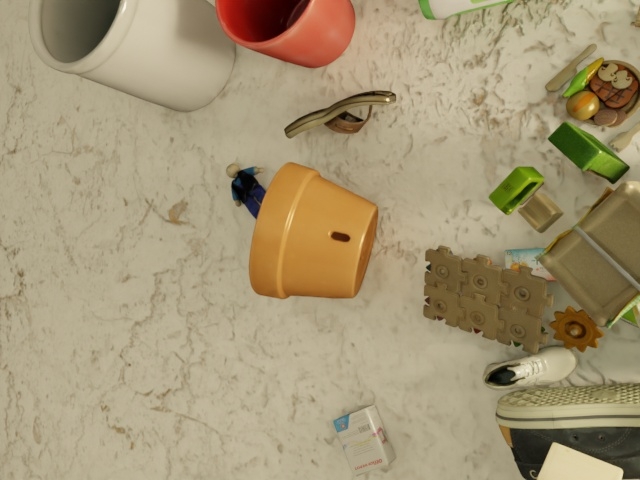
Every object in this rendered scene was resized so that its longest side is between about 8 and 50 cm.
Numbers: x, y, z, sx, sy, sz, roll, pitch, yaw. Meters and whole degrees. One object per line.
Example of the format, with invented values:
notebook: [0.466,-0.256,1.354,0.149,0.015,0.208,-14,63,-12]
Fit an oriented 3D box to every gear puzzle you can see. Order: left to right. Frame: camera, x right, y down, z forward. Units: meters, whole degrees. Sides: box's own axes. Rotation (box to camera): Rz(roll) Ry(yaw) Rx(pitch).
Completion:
gear puzzle: [0.350,0.113,1.015,0.338,0.044,0.176,16,120,37]

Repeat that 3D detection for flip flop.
flip flop: [0.046,-0.273,1.227,0.276,0.112,0.080,-17,104,24]

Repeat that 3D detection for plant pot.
plant pot: [-0.056,-0.522,1.214,0.274,0.243,0.275,-3,84,29]
plant pot: [0.000,0.000,1.141,0.203,0.291,0.291,15,93,11]

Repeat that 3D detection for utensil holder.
utensil holder: [-0.442,-0.516,1.342,0.327,0.385,0.328,-3,84,29]

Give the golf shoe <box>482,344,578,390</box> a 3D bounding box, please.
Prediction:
golf shoe: [0.385,0.244,1.003,0.176,0.086,0.069,-25,73,23]

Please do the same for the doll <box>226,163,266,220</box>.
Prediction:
doll: [-0.177,-0.129,1.358,0.189,0.046,0.129,49,117,29]

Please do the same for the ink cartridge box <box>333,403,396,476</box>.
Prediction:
ink cartridge box: [0.094,0.427,1.162,0.088,0.052,0.123,-29,72,24]

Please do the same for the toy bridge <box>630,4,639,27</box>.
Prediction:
toy bridge: [0.646,-0.374,0.947,0.188,0.026,0.063,15,94,29]

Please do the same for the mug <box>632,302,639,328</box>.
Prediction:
mug: [0.525,0.105,0.843,0.064,0.062,0.078,-18,84,20]

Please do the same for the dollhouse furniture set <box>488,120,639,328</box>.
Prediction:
dollhouse furniture set: [0.471,-0.027,0.926,0.198,0.151,0.302,-51,55,27]

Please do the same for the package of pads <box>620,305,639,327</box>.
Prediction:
package of pads: [0.636,0.038,0.877,0.229,0.101,0.297,31,101,28]

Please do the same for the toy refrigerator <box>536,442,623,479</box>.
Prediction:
toy refrigerator: [0.398,0.457,0.858,0.102,0.094,0.270,13,125,35]

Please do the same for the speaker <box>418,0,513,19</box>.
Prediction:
speaker: [0.345,-0.526,1.066,0.296,0.131,0.131,-3,84,28]

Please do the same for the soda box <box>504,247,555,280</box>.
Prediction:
soda box: [0.439,0.044,1.005,0.183,0.058,0.063,-3,84,27]

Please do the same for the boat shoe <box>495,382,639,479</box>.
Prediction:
boat shoe: [0.540,0.321,0.865,0.499,0.186,0.156,-12,85,32]

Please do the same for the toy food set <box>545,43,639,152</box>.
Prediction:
toy food set: [0.523,-0.270,0.997,0.132,0.038,0.192,-45,67,18]
